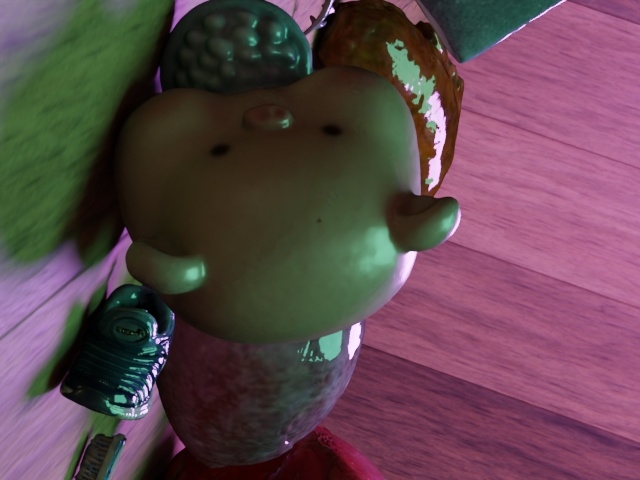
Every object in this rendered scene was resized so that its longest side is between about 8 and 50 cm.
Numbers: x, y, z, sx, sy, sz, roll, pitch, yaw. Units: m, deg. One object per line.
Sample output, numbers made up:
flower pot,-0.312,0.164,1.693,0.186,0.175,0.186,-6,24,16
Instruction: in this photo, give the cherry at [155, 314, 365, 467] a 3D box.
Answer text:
cherry,-0.059,0.090,1.592,0.192,0.175,0.249,-87,-164,-67

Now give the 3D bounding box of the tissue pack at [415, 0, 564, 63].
tissue pack,0.178,-0.313,1.464,0.316,0.228,0.103,-32,-163,5

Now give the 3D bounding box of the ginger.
ginger,0.071,-0.147,2.081,0.172,0.165,0.321,-35,140,-30

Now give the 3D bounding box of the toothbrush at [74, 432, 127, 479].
toothbrush,-0.215,0.284,1.448,0.026,0.028,0.294,77,33,-77

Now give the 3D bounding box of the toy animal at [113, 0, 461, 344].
toy animal,-0.041,-0.019,1.268,0.221,0.210,0.229,93,-20,-55

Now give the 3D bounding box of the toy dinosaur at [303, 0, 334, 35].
toy dinosaur,0.013,-0.269,1.718,0.082,0.039,0.209,-66,174,-54

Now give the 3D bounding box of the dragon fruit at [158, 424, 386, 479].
dragon fruit,-0.052,0.327,1.914,0.301,0.296,0.295,-101,-151,-78

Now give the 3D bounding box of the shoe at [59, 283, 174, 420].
shoe,-0.137,0.075,1.315,0.143,0.064,0.071,-65,172,-63
